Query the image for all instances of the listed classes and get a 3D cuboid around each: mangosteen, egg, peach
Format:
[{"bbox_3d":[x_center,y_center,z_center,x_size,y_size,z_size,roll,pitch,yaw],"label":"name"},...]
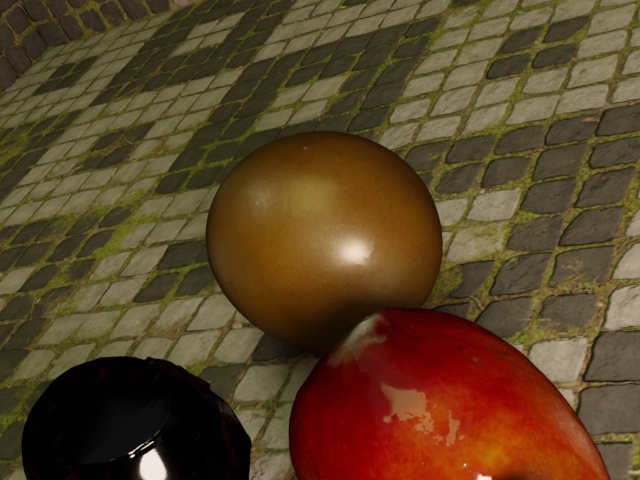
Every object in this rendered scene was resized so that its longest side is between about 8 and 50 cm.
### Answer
[{"bbox_3d":[-0.224,0.269,1.297,0.288,0.233,0.287,-7,49,8],"label":"mangosteen"},{"bbox_3d":[0.000,0.000,1.475,0.282,0.282,0.351,-45,27,-27],"label":"egg"},{"bbox_3d":[0.136,0.220,1.133,0.338,0.281,0.281,36,63,21],"label":"peach"}]
